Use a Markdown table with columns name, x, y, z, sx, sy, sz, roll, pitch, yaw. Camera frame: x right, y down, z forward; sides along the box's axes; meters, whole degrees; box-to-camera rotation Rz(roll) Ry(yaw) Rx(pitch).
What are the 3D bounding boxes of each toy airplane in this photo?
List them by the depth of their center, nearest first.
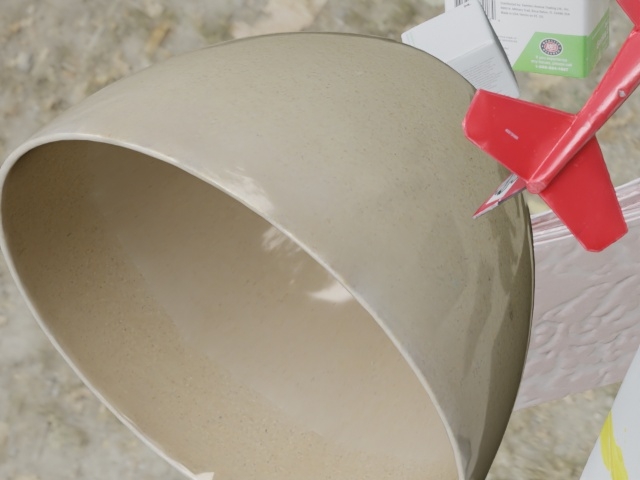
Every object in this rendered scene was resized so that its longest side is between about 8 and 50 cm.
| name | x | y | z | sx | sy | sz | roll | pitch | yaw |
| --- | --- | --- | --- | --- | --- | --- | --- | --- | --- |
| toy airplane | 0.101 | -0.062 | 0.459 | 0.151 | 0.151 | 0.028 | -56 | 17 | 6 |

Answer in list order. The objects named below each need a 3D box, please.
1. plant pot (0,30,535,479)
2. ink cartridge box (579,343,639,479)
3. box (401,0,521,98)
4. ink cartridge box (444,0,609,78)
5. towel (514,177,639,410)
| name | x | y | z | sx | sy | sz | roll | pitch | yaw |
| --- | --- | --- | --- | --- | --- | --- | --- | --- | --- |
| plant pot | 0.000 | 0.000 | 0.755 | 0.284 | 0.284 | 0.191 | 9 | 47 | 41 |
| ink cartridge box | 0.362 | 0.176 | 1.071 | 0.160 | 0.279 | 0.384 | -93 | 15 | -55 |
| box | 0.159 | -0.200 | 1.639 | 0.102 | 0.087 | 0.101 | -24 | 37 | 12 |
| ink cartridge box | 0.267 | -0.364 | 1.871 | 0.198 | 0.273 | 0.115 | 11 | 35 | 25 |
| towel | 0.206 | 0.070 | 1.403 | 0.317 | 0.332 | 0.053 | -14 | 57 | -8 |
